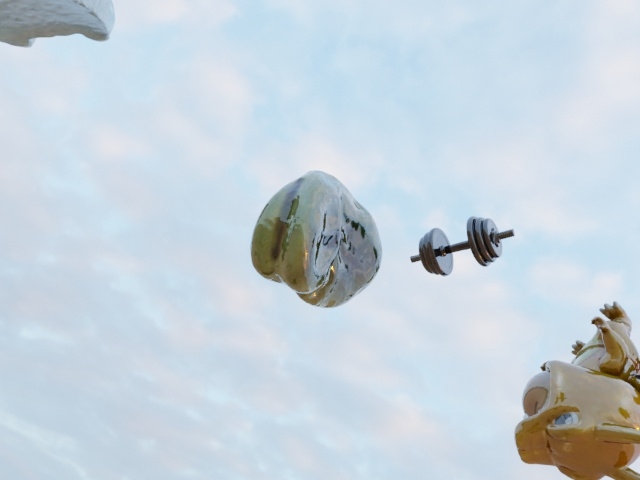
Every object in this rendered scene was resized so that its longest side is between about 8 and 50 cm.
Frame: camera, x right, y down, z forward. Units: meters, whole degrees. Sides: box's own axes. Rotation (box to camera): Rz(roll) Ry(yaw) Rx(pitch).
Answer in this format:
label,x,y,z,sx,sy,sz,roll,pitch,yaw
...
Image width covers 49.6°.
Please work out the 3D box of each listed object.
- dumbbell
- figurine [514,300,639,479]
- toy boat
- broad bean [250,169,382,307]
label,x,y,z,sx,sy,sz,roll,pitch,yaw
dumbbell,0.263,0.011,1.301,0.208,0.099,0.099,-17,-54,31
figurine,0.599,0.313,1.427,0.268,0.387,0.401,44,-46,0
toy boat,-0.396,-0.351,0.894,0.215,0.123,0.330,-1,-2,8
broad bean,0.003,0.001,0.764,0.072,0.153,0.206,10,3,28
